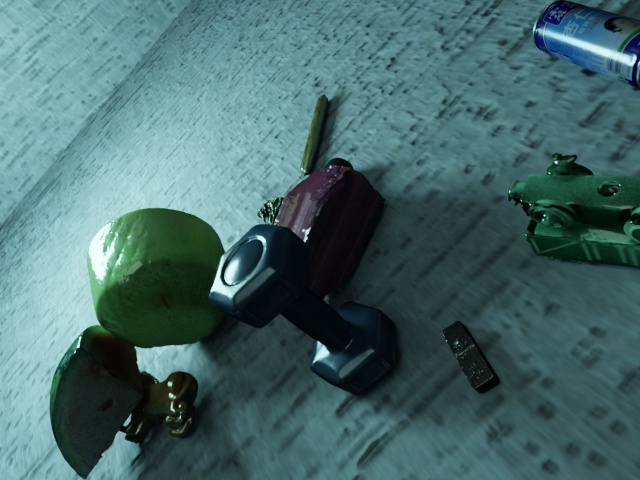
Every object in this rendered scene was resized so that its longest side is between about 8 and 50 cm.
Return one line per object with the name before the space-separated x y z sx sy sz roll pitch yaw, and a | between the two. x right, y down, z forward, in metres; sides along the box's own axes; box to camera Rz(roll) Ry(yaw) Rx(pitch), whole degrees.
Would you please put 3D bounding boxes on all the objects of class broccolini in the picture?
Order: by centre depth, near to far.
broccolini | -0.054 -0.007 1.131 0.123 0.062 0.271 -41 49 16

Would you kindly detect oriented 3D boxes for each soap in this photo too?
soap | 0.000 0.000 0.977 0.112 0.182 0.289 11 73 43

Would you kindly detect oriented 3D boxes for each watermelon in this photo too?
watermelon | -0.463 0.296 1.069 0.260 0.176 0.256 40 124 55

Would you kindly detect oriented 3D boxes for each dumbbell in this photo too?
dumbbell | -0.015 0.115 0.802 0.156 0.316 0.144 10 63 50

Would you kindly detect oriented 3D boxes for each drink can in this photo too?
drink can | 0.479 -0.336 0.875 0.097 0.097 0.235 -44 41 6

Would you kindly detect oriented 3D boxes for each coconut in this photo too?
coconut | -0.355 0.072 1.148 0.328 0.281 0.328 -4 48 5

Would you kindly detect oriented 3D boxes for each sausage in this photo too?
sausage | -0.014 -0.266 1.288 0.033 0.033 0.269 -10 55 36

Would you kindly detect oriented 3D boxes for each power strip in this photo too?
power strip | 0.223 0.172 0.773 0.038 0.029 0.111 -38 43 13

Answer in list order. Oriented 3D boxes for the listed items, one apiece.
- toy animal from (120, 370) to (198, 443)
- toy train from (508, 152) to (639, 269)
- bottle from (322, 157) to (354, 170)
toy animal | -0.344 0.335 1.088 0.312 0.097 0.158 -21 49 32
toy train | 0.390 -0.032 0.686 0.269 0.154 0.115 8 66 43
bottle | -0.008 -0.072 1.091 0.082 0.072 0.244 5 54 44
